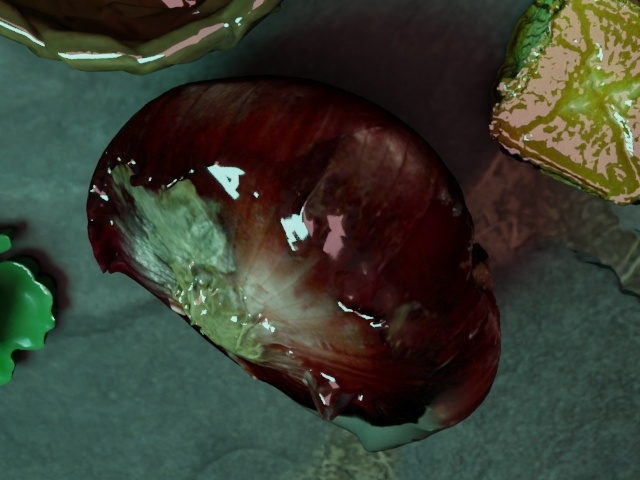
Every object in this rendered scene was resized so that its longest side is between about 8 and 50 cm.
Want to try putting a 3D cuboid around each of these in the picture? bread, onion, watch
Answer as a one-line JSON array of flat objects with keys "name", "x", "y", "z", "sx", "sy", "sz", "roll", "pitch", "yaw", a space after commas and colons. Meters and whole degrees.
[{"name": "bread", "x": 0.185, "y": -0.098, "z": 0.502, "sx": 0.140, "sy": 0.069, "sz": 0.128, "roll": 22, "pitch": 110, "yaw": -5}, {"name": "onion", "x": 0.000, "y": 0.000, "z": 0.488, "sx": 0.272, "sy": 0.195, "sz": 0.272, "roll": 26, "pitch": 152, "yaw": 15}, {"name": "watch", "x": -0.280, "y": 0.057, "z": 0.524, "sx": 0.165, "sy": 0.152, "sz": 0.131, "roll": 22, "pitch": 108, "yaw": -8}]

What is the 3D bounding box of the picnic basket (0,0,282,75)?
[{"name": "picnic basket", "x": -0.083, "y": -0.228, "z": 0.314, "sx": 0.293, "sy": 0.337, "sz": 0.337, "roll": 34, "pitch": 109, "yaw": -13}]
